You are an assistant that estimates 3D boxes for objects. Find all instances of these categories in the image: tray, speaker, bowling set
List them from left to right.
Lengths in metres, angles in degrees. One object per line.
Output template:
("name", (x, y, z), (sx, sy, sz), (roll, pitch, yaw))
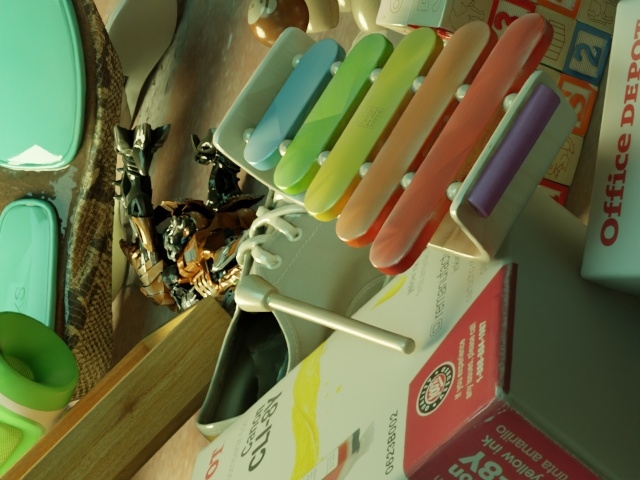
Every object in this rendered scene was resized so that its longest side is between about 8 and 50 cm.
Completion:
("speaker", (-0.370, 0.209, 1.830), (0.296, 0.131, 0.131), (-49, 42, 24))
("tray", (-0.246, 0.228, 1.656), (0.411, 0.076, 0.203), (-46, 7, -25))
("bowling set", (0.024, -0.261, 1.571), (0.287, 0.200, 0.154), (5, 112, 53))

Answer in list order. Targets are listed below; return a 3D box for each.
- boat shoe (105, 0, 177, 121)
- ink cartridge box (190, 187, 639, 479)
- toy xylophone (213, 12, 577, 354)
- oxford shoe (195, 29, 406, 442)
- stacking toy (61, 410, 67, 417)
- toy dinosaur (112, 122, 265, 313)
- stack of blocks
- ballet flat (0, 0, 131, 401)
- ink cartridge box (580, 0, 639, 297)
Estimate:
("boat shoe", (-0.232, -0.203, 2.041), (0.070, 0.078, 0.219), (48, 118, 50))
("ink cartridge box", (0.060, 0.177, 1.296), (0.385, 0.160, 0.279), (-44, 18, 29))
("toy xylophone", (0.041, -0.047, 1.280), (0.323, 0.081, 0.236), (6, 63, 50))
("oxford shoe", (0.000, 0.000, 1.572), (0.169, 0.130, 0.449), (-13, 58, 59))
("stacking toy", (-0.363, 0.329, 1.976), (0.309, 0.130, 0.279), (-56, 39, 24))
("toy dinosaur", (-0.135, -0.003, 1.778), (0.322, 0.164, 0.218), (-4, 89, 41))
("stack of blocks", (0.138, -0.167, 1.426), (0.087, 0.171, 0.297), (17, 92, 56))
("ballet flat", (-0.274, -0.061, 1.937), (0.164, 0.182, 0.482), (4, 94, 30))
("ink cartridge box", (0.318, -0.062, 1.174), (0.289, 0.122, 0.211), (-4, 74, 54))
